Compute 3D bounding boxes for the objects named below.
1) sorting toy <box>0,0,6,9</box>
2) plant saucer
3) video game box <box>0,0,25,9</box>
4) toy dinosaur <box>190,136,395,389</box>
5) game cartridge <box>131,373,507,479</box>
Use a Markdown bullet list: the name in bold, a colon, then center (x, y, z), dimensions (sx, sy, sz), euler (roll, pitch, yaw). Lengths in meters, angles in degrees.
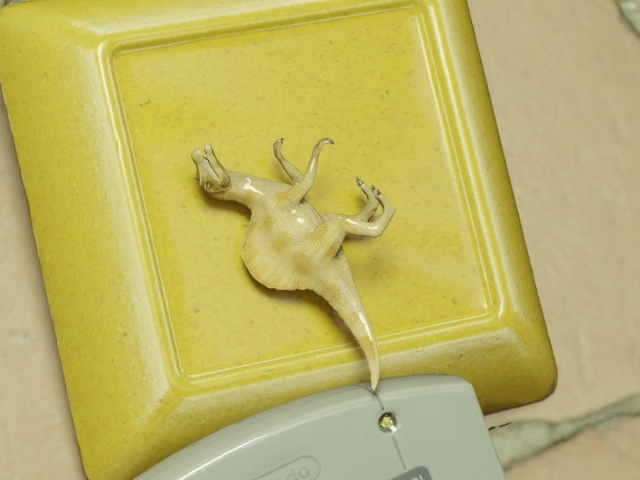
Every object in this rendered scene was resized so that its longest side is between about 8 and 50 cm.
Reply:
- **sorting toy**: center (-0.279, -0.304, 1.193), dimensions (0.229, 0.307, 0.041), euler (24, 41, 1)
- **plant saucer**: center (-0.018, -0.029, 1.206), dimensions (0.333, 0.081, 0.332), euler (-11, 84, -16)
- **video game box**: center (-0.097, -0.128, 1.281), dimensions (0.205, 0.048, 0.187), euler (-37, 84, -18)
- **toy dinosaur**: center (0.000, 0.000, 1.146), dimensions (0.092, 0.053, 0.183), euler (-42, 85, -2)
- **game cartridge**: center (-0.018, 0.206, 1.141), dimensions (0.297, 0.062, 0.198), euler (-23, 98, -15)
